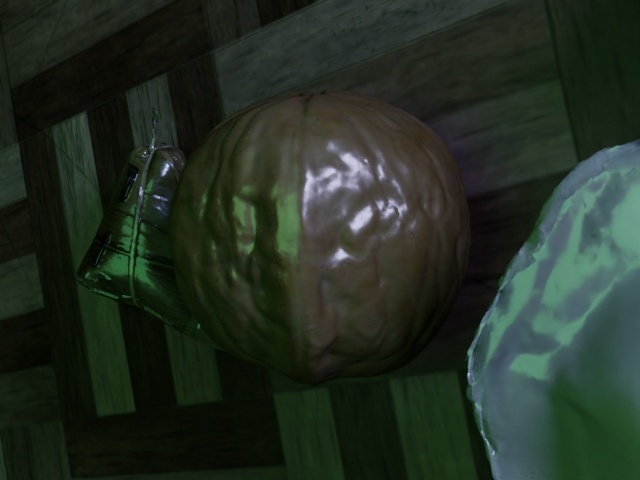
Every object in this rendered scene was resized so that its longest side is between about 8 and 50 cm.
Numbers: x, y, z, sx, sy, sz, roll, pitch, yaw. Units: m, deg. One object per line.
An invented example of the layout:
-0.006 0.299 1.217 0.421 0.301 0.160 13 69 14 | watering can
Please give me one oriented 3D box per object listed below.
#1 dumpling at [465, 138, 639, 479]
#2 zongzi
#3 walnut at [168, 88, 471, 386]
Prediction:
0.248 0.123 0.479 0.260 0.341 0.181 -53 22 14 | dumpling
-0.123 -0.007 0.865 0.178 0.081 0.189 25 94 12 | zongzi
0.000 0.000 0.668 0.228 0.228 0.227 3 94 38 | walnut
